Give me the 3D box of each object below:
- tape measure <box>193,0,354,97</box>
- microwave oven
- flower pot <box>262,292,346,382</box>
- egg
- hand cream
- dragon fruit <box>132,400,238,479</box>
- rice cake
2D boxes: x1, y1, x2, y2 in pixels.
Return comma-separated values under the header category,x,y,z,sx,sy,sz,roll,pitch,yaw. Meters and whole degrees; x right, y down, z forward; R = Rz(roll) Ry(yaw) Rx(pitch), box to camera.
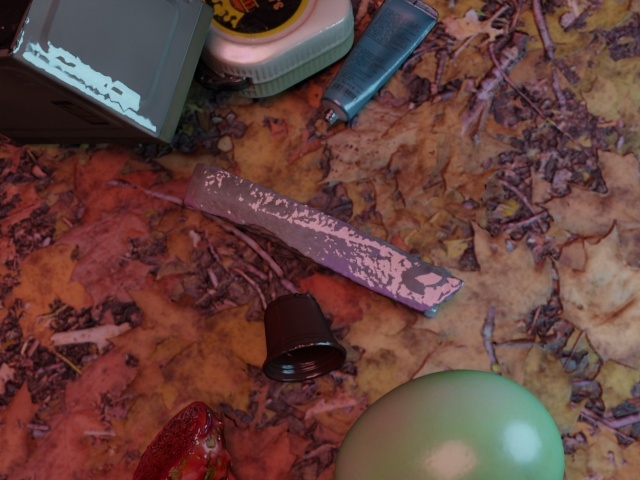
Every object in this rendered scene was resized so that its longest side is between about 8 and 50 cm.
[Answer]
category,x,y,z,sx,sy,sz,roll,pitch,yaw
tape measure,-0.104,-0.331,1.627,0.231,0.133,0.271,-29,71,-7
microwave oven,-0.357,-0.270,1.508,0.355,0.286,0.218,5,72,44
flower pot,-0.029,0.119,1.505,0.111,0.111,0.089,-16,61,5
egg,0.148,0.264,1.368,0.270,0.220,0.220,-15,73,3
hand cream,0.071,-0.250,1.623,0.083,0.048,0.224,33,76,16
dragon fruit,-0.157,0.291,1.482,0.111,0.153,0.153,44,85,-16
rice cake,0.000,-0.001,1.549,0.399,0.064,0.070,25,90,15
